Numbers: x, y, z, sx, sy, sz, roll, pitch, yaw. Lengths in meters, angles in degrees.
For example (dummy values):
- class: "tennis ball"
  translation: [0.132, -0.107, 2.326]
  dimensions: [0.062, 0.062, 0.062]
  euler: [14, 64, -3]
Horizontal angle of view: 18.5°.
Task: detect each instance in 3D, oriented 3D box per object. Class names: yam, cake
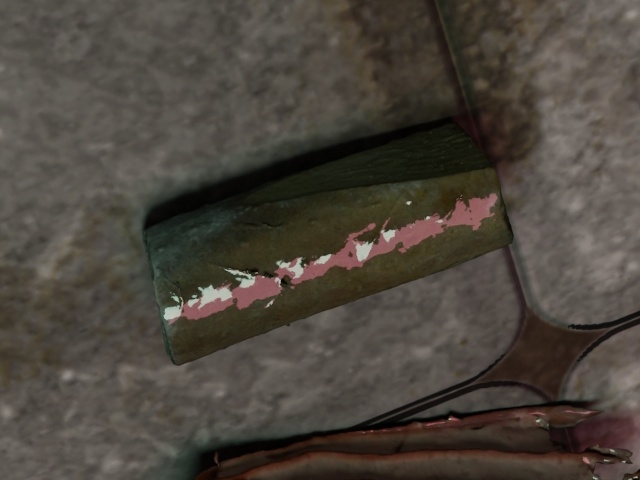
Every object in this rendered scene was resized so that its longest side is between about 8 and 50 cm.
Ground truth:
- class: "yam"
  translation: [0.000, 0.000, 0.894]
  dimensions: [0.169, 0.068, 0.068]
  euler: [-21, 132, -2]
- class: "cake"
  translation: [0.039, 0.152, 1.015]
  dimensions: [0.287, 0.098, 0.135]
  euler: [-19, 132, -2]
